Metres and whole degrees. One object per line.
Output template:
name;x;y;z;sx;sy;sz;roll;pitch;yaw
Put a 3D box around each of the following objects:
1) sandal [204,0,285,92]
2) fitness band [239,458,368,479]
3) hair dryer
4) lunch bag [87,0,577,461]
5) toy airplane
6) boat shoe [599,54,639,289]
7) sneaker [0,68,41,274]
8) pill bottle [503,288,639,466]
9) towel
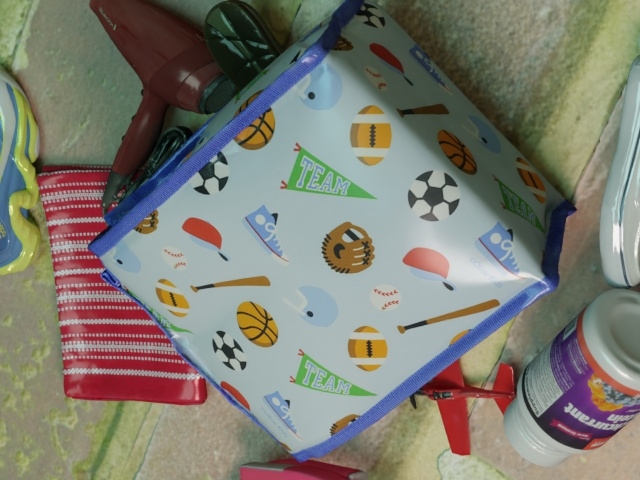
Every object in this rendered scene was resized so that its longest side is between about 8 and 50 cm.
sandal;-0.048;-0.154;1.977;0.090;0.060;0.219;-21;108;31
fitness band;-0.011;0.342;2.062;0.291;0.054;0.209;2;99;48
hair dryer;-0.184;-0.136;2.043;0.223;0.080;0.293;-15;87;30
lunch bag;0.000;0.000;1.869;0.328;0.239;0.385;45;117;-6
toy airplane;0.153;0.158;1.975;0.151;0.028;0.151;10;110;28
boat shoe;0.313;-0.058;1.785;0.075;0.083;0.226;13;109;28
sneaker;-0.378;-0.071;2.160;0.091;0.126;0.240;-2;103;30
pill bottle;0.256;0.139;1.849;0.108;0.108;0.193;48;138;10
towel;-0.224;0.052;2.164;0.199;0.031;0.275;2;105;29
